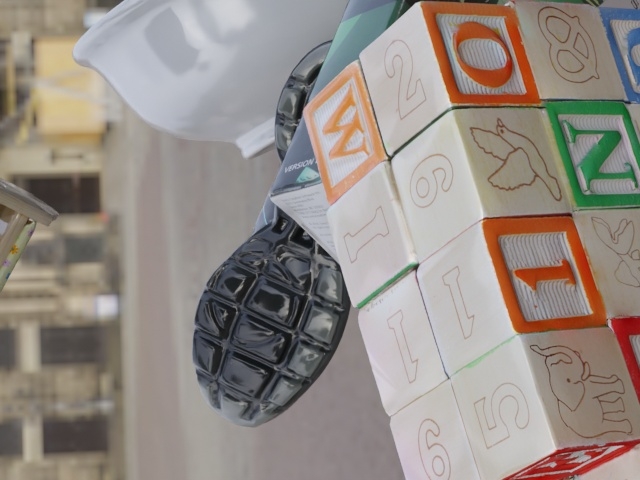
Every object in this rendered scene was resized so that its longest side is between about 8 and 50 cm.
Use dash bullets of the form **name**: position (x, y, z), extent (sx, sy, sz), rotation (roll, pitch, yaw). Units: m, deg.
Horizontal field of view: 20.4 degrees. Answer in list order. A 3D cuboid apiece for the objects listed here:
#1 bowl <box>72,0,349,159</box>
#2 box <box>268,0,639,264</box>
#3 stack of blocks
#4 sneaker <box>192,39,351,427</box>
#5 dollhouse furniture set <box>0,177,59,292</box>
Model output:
- **bowl**: position (-0.025, -0.151, 1.334), extent (0.134, 0.298, 0.298), rotation (62, 172, 0)
- **box**: position (0.106, -0.081, 1.056), extent (0.232, 0.058, 0.322), rotation (45, -132, -32)
- **stack of blocks**: position (0.120, 0.063, 0.664), extent (0.087, 0.171, 0.297), rotation (-38, 62, 50)
- **sneaker**: position (0.000, 0.000, 1.190), extent (0.267, 0.101, 0.106), rotation (-68, -17, 8)
- **dollhouse furniture set**: position (-0.275, 0.024, 1.188), extent (0.182, 0.101, 0.161), rotation (-60, 29, 3)
